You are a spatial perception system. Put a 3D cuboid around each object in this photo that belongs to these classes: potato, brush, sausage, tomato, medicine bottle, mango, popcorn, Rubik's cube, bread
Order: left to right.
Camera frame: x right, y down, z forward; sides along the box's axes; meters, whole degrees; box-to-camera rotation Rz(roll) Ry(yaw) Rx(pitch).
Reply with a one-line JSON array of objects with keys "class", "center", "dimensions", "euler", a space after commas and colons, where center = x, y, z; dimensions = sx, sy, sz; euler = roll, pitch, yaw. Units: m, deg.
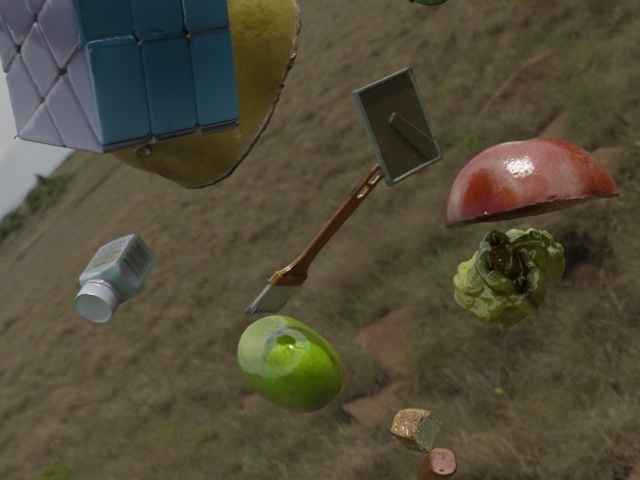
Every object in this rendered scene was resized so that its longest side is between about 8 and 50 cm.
[{"class": "medicine bottle", "center": [-0.275, 0.051, 1.050], "dimensions": [0.074, 0.055, 0.118], "euler": [-18, 31, 27]}, {"class": "Rubik's cube", "center": [-0.265, -0.247, 1.027], "dimensions": [0.221, 0.231, 0.224], "euler": [14, 27, 42]}, {"class": "potato", "center": [-0.282, -0.349, 1.459], "dimensions": [0.385, 0.319, 0.442], "euler": [26, 88, 47]}, {"class": "mango", "center": [-0.046, 0.218, 1.372], "dimensions": [0.149, 0.185, 0.273], "euler": [-55, 19, -9]}, {"class": "brush", "center": [0.000, 0.000, 1.228], "dimensions": [0.314, 0.017, 0.090], "euler": [-50, -24, 17]}, {"class": "bread", "center": [0.197, 0.388, 1.638], "dimensions": [0.070, 0.083, 0.077], "euler": [6, 59, 46]}, {"class": "sausage", "center": [0.156, 0.311, 1.082], "dimensions": [0.131, 0.039, 0.041], "euler": [93, 174, -64]}, {"class": "popcorn", "center": [0.405, 0.077, 1.722], "dimensions": [0.256, 0.195, 0.255], "euler": [-31, -10, -9]}, {"class": "tomato", "center": [0.390, -0.118, 1.547], "dimensions": [0.338, 0.144, 0.338], "euler": [-10, -6, -1]}]

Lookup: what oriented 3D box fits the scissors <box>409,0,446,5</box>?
[{"class": "scissors", "center": [0.146, -0.290, 0.736], "dimensions": [0.204, 0.101, 0.027], "euler": [-32, -23, -11]}]

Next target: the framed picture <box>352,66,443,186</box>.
[{"class": "framed picture", "center": [0.116, -0.168, 1.173], "dimensions": [0.109, 0.149, 0.011], "euler": [-28, 14, -25]}]
